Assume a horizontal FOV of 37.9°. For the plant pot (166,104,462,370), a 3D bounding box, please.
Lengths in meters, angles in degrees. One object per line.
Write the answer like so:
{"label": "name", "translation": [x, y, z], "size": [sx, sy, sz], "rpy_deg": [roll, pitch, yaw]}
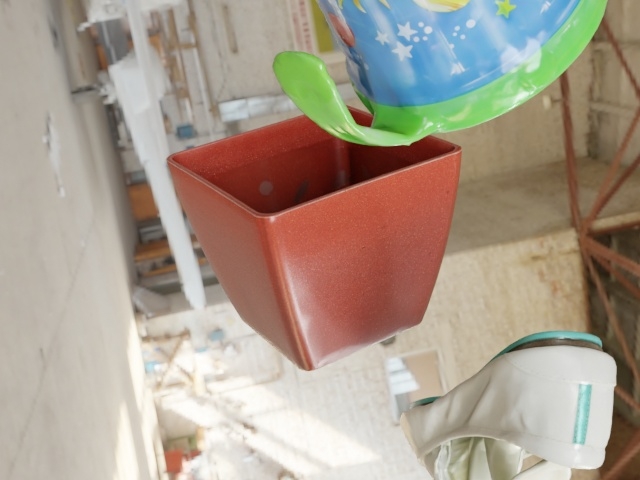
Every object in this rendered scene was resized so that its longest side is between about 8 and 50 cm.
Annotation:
{"label": "plant pot", "translation": [0.000, 0.000, 1.153], "size": [0.267, 0.267, 0.236], "rpy_deg": [30, -45, 53]}

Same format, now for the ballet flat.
{"label": "ballet flat", "translation": [0.168, 0.201, 0.923], "size": [0.400, 0.139, 0.139], "rpy_deg": [118, -40, -66]}

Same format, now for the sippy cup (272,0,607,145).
{"label": "sippy cup", "translation": [0.078, -0.241, 0.736], "size": [0.224, 0.240, 0.305], "rpy_deg": [46, 32, -40]}
